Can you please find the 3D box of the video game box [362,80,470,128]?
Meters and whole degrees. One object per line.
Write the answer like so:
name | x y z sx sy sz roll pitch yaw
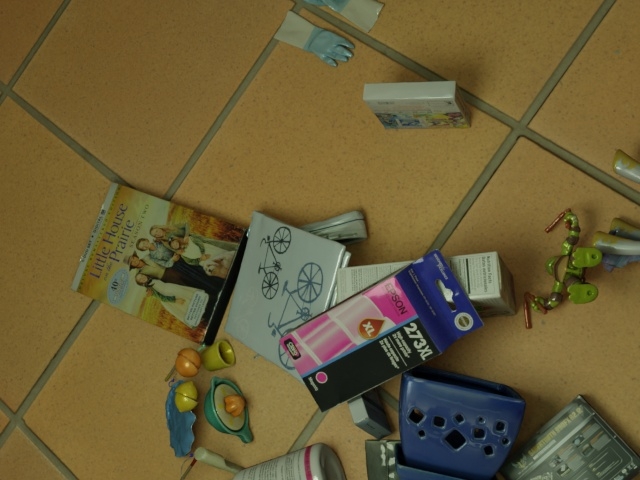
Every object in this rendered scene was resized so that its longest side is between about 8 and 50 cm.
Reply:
video game box | 0.219 -0.300 1.809 0.205 0.187 0.048 3 76 21

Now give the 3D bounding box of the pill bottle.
pill bottle | -0.096 0.558 1.761 0.283 0.160 0.160 -23 72 14

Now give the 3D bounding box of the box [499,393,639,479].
box | 0.497 0.451 1.616 0.231 0.056 0.183 -44 67 7

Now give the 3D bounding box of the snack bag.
snack bag | -0.088 0.123 1.837 0.342 0.037 0.323 22 100 47

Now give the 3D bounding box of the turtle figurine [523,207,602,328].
turtle figurine | 0.497 0.072 1.635 0.087 0.217 0.270 20 94 -3

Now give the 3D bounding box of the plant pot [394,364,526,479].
plant pot | 0.259 0.379 1.608 0.235 0.236 0.212 12 90 5

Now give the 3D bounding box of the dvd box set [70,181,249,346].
dvd box set | -0.402 0.052 2.036 0.420 0.062 0.308 20 86 23

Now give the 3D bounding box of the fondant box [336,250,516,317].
fondant box | 0.226 0.108 1.692 0.330 0.238 0.096 -6 75 19

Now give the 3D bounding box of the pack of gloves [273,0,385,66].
pack of gloves | 0.012 -0.553 2.017 0.232 0.046 0.195 31 90 24

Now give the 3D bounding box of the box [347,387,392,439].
box | 0.086 0.319 1.729 0.038 0.145 0.186 -28 55 11

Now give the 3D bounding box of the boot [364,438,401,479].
boot | 0.178 0.531 1.720 0.189 0.076 0.209 1 73 19

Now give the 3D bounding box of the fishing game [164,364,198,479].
fishing game | -0.321 0.419 1.898 0.189 0.041 0.264 -57 41 44

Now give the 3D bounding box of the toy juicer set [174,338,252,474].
toy juicer set | -0.231 0.379 1.824 0.089 0.209 0.329 -26 70 23

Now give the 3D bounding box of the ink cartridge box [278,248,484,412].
ink cartridge box | 0.113 0.181 1.580 0.371 0.069 0.176 -31 90 19

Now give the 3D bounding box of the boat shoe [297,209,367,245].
boat shoe | 0.000 0.000 1.883 0.226 0.083 0.076 -21 71 15

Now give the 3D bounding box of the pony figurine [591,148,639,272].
pony figurine | 0.722 -0.009 1.539 0.363 0.303 0.351 9 73 37
